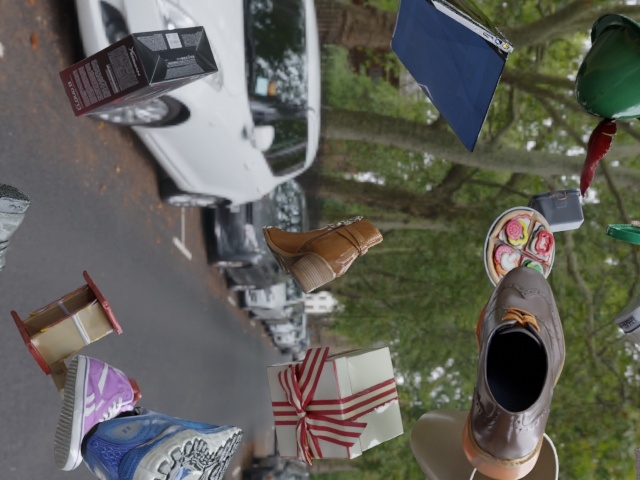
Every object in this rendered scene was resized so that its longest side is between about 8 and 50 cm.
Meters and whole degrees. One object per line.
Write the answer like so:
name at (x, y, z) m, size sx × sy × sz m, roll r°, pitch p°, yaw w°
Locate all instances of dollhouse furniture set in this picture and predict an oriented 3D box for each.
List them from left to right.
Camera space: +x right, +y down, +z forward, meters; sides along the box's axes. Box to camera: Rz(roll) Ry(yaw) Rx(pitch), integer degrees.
dollhouse furniture set at (-0.571, 0.291, 1.729) m, size 0.152 × 0.201 × 0.374 m, roll 38°, pitch -30°, yaw 46°

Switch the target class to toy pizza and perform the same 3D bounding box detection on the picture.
toy pizza at (0.447, 0.026, 1.559) m, size 0.032 × 0.201 × 0.202 m, roll -171°, pitch -100°, yaw -64°

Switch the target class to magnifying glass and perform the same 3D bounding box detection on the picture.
magnifying glass at (0.624, -0.018, 1.407) m, size 0.231 × 0.092 × 0.026 m, roll -18°, pitch 119°, yaw -62°

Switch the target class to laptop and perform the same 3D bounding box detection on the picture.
laptop at (0.173, -0.424, 1.401) m, size 0.236 × 0.407 × 0.382 m, roll -48°, pitch -127°, yaw 28°

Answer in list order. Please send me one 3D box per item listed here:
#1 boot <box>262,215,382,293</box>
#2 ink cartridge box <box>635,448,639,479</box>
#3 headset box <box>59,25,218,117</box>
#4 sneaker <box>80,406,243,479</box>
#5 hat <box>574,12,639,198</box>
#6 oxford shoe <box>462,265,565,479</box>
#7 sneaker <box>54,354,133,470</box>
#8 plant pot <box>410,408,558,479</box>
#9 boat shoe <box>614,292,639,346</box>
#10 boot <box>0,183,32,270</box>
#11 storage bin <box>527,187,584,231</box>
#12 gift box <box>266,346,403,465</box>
boot at (0.000, 0.000, 1.141) m, size 0.197 × 0.152 × 0.073 m, roll 44°, pitch -16°, yaw 51°
ink cartridge box at (0.623, 0.371, 1.085) m, size 0.212 × 0.154 × 0.093 m, roll 158°, pitch -66°, yaw -62°
headset box at (-0.410, -0.369, 1.560) m, size 0.218 × 0.293 × 0.110 m, roll -30°, pitch 105°, yaw -52°
sneaker at (-0.203, 0.272, 0.919) m, size 0.130 × 0.147 × 0.330 m, roll -63°, pitch 164°, yaw -14°
hat at (0.353, -0.186, 0.954) m, size 0.173 × 0.183 × 0.208 m, roll 58°, pitch 3°, yaw -8°
oxford shoe at (0.281, 0.142, 0.971) m, size 0.364 × 0.129 × 0.133 m, roll -67°, pitch 163°, yaw -48°
sneaker at (-0.494, 0.390, 1.579) m, size 0.102 × 0.161 × 0.282 m, roll -44°, pitch -146°, yaw 32°
plant pot at (0.330, 0.481, 1.554) m, size 0.274 × 0.256 × 0.257 m, roll 20°, pitch -68°, yaw 60°
boat shoe at (0.785, 0.124, 1.474) m, size 0.156 × 0.367 × 0.136 m, roll 52°, pitch -28°, yaw 11°
boot at (-0.592, -0.020, 1.129) m, size 0.246 × 0.083 × 0.161 m, roll 14°, pitch 107°, yaw -56°
storage bin at (0.636, -0.078, 1.882) m, size 0.098 × 0.135 × 0.091 m, roll 86°, pitch -5°, yaw -66°
gift box at (0.038, 0.376, 1.687) m, size 0.258 × 0.276 × 0.255 m, roll -4°, pitch 78°, yaw -49°
